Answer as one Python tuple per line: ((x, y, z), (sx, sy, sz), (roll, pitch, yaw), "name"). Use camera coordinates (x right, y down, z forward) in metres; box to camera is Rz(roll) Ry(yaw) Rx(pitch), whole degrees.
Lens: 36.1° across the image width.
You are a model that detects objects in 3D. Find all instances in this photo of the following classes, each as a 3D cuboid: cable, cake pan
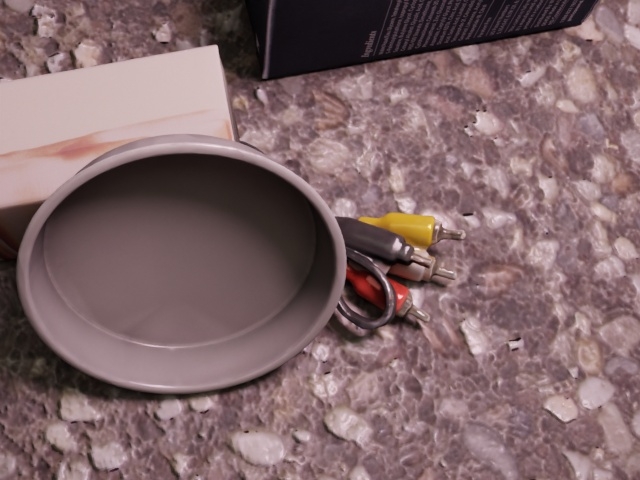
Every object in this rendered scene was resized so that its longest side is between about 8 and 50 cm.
((0.000, 0.000, 1.027), (0.287, 0.072, 0.140), (22, 81, 14), "cable")
((-0.124, 0.022, 0.896), (0.293, 0.293, 0.054), (-4, 39, -7), "cake pan")

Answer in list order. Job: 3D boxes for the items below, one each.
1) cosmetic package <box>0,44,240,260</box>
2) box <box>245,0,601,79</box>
((-0.225, -0.076, 0.947), (0.296, 0.153, 0.129), (-10, 73, -1), "cosmetic package")
((0.099, -0.379, 1.062), (0.395, 0.212, 0.294), (-12, 75, -9), "box")
